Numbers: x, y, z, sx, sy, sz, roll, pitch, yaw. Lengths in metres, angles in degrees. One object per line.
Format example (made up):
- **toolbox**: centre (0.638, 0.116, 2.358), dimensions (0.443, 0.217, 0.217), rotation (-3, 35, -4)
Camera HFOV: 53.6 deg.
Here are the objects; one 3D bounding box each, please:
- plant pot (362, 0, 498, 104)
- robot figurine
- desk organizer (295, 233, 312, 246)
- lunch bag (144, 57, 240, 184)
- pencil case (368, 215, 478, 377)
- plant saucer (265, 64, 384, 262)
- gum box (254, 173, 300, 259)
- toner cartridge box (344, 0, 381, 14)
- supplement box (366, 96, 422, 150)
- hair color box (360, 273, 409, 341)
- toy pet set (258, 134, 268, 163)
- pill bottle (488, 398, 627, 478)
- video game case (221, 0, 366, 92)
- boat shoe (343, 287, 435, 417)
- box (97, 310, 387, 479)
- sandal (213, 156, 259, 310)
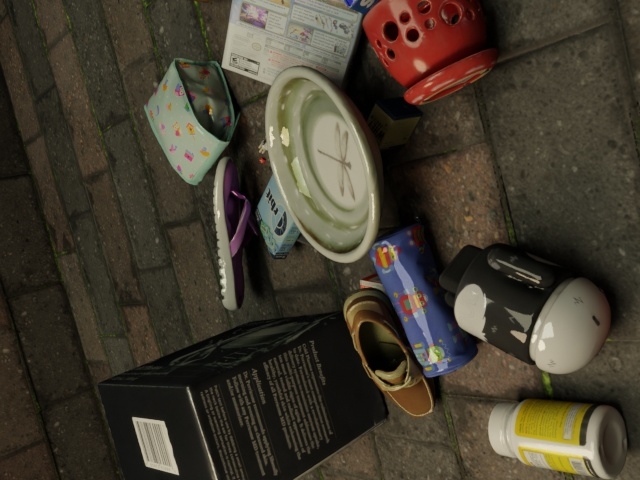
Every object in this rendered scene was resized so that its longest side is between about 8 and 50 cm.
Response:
- **plant pot**: centre (0.189, -0.333, 1.066), dimensions (0.191, 0.191, 0.174), rotation (-21, 94, 49)
- **robot figurine**: centre (0.342, 0.106, 1.068), dimensions (0.278, 0.209, 0.173), rotation (27, 105, 39)
- **desk organizer**: centre (0.000, 0.000, 1.484), dimensions (0.130, 0.050, 0.047), rotation (21, 86, 58)
- **lunch bag**: centre (-0.325, -0.303, 1.649), dimensions (0.223, 0.160, 0.262), rotation (-39, 69, 46)
- **pencil case**: centre (0.202, 0.113, 1.256), dimensions (0.119, 0.133, 0.306), rotation (-26, 85, 28)
- **plant saucer**: centre (0.024, -0.156, 1.270), dimensions (0.400, 0.101, 0.400), rotation (42, 144, 42)
- **gum box**: centre (-0.093, -0.072, 1.536), dimensions (0.184, 0.041, 0.157), rotation (-59, 44, 41)
- **toner cartridge box**: centre (0.147, -0.559, 1.046), dimensions (0.348, 0.075, 0.165), rotation (-40, 68, 34)
- **supplement box**: centre (0.138, -0.227, 1.231), dimensions (0.056, 0.083, 0.083), rotation (50, 135, 26)
- **hair color box**: centre (0.143, 0.164, 1.387), dimensions (0.093, 0.053, 0.167), rotation (6, 109, 45)
- **toy pet set**: centre (-0.080, -0.220, 1.464), dimensions (0.065, 0.122, 0.114), rotation (-45, 43, 33)
- **pill bottle**: centre (0.411, 0.341, 1.112), dimensions (0.209, 0.119, 0.119), rotation (-8, 97, 48)
- **video game case**: centre (-0.053, -0.432, 1.294), dimensions (0.270, 0.061, 0.244), rotation (21, 125, 6)
- **boat shoe**: centre (0.139, 0.250, 1.289), dimensions (0.123, 0.120, 0.324), rotation (-27, 113, 13)
- **box**: centre (-0.192, 0.388, 1.511), dimensions (0.480, 0.472, 0.297), rotation (-14, 92, 49)
- **sandal**: centre (-0.208, -0.018, 1.651), dimensions (0.102, 0.169, 0.416), rotation (1, 112, 3)
